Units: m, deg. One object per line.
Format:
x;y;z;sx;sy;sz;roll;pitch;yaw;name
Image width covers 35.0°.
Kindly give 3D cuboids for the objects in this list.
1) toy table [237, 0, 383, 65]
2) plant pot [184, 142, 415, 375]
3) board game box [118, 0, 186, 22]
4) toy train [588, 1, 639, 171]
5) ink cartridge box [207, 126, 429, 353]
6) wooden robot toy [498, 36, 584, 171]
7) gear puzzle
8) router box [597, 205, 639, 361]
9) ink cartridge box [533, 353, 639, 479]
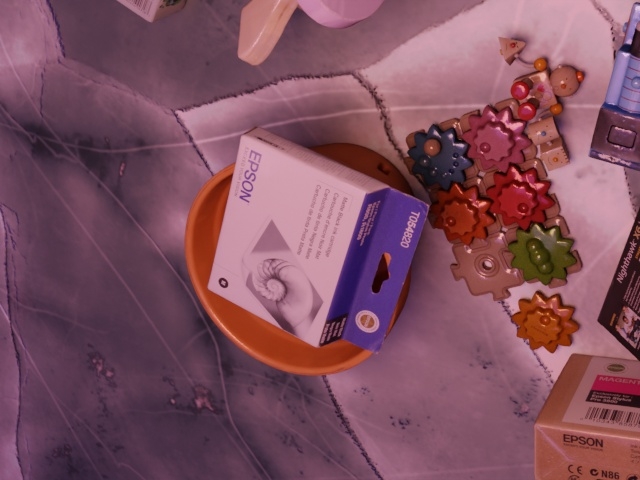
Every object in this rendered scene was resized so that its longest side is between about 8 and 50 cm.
-0.025;-0.341;1.153;0.252;0.274;0.161;34;144;-32;toy table
0.000;0.000;1.307;0.291;0.203;0.290;11;117;23;plant pot
-0.229;-0.466;1.269;0.224;0.097;0.303;35;126;8;board game box
0.350;-0.169;1.102;0.080;0.105;0.184;19;121;18;toy train
-0.010;0.011;1.165;0.224;0.045;0.223;25;122;15;ink cartridge box
0.268;-0.168;1.172;0.079;0.076;0.173;-18;104;22;wooden robot toy
0.227;0.001;1.285;0.176;0.044;0.338;-16;105;32;gear puzzle
0.443;0.030;1.085;0.243;0.081;0.308;53;139;48;router box
0.393;0.225;1.215;0.235;0.193;0.088;4;113;26;ink cartridge box
